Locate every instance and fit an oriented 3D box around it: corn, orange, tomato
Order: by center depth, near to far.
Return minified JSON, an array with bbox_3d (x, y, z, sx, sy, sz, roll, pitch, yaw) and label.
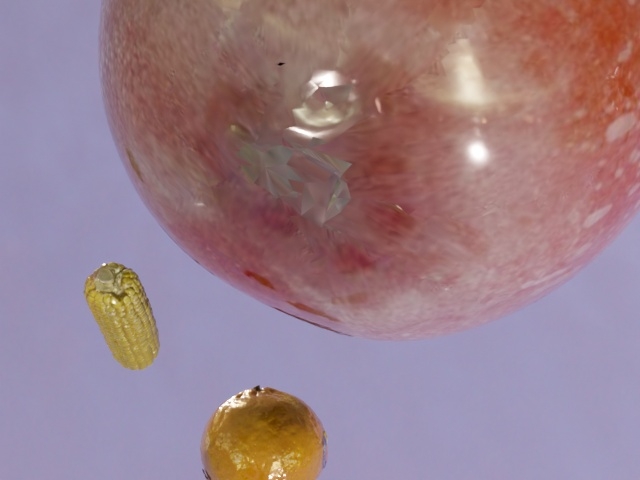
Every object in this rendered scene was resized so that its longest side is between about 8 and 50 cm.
[{"bbox_3d":[0.027,-0.081,0.466,0.270,0.270,0.227,16,-146,16],"label":"tomato"},{"bbox_3d":[-0.265,0.106,1.416,0.080,0.238,0.080,-2,-121,3],"label":"corn"},{"bbox_3d":[-0.096,0.350,1.770,0.219,0.193,0.219,-9,-164,3],"label":"orange"}]
